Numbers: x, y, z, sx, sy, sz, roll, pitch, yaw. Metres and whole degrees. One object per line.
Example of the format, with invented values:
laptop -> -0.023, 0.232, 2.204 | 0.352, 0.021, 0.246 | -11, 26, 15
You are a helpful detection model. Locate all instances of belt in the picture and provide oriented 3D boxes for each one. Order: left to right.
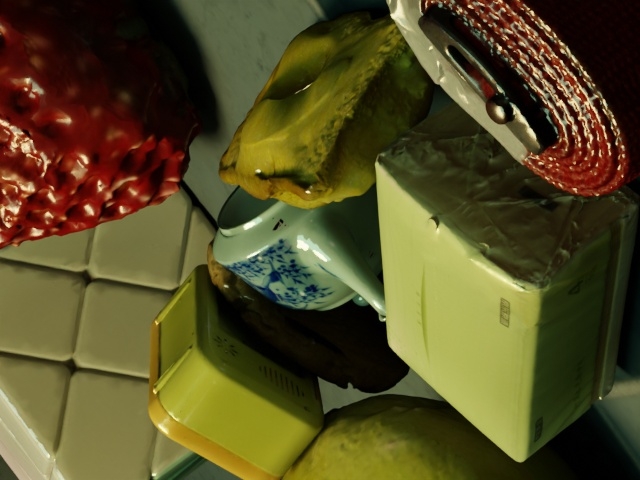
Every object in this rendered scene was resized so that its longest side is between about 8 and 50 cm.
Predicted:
belt -> 0.129, -0.119, 0.871 | 0.201, 0.124, 0.128 | 47, 157, 14

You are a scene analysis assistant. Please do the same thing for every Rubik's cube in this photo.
Rubik's cube -> -0.244, 0.143, 1.794 | 0.319, 0.322, 0.316 | 52, 160, 7

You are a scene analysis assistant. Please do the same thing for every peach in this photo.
peach -> 0.109, 0.287, 1.336 | 0.316, 0.281, 0.314 | 18, 109, 43

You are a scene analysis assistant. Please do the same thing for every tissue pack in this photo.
tissue pack -> 0.130, 0.027, 1.089 | 0.159, 0.125, 0.234 | 41, 155, 29

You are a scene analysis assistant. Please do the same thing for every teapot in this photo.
teapot -> 0.000, 0.000, 1.309 | 0.159, 0.159, 0.232 | 61, 175, -19

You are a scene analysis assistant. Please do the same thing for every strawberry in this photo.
strawberry -> -0.318, -0.125, 1.490 | 0.295, 0.345, 0.317 | 24, 144, 55

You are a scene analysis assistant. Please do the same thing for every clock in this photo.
clock -> -0.079, 0.120, 1.368 | 0.143, 0.096, 0.202 | 35, -164, -18

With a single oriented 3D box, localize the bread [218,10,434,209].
bread -> 0.007, -0.093, 1.137 | 0.088, 0.160, 0.233 | 43, 170, -24

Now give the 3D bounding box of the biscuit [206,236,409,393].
biscuit -> -0.013, 0.066, 1.413 | 0.226, 0.042, 0.226 | 33, -164, -11
